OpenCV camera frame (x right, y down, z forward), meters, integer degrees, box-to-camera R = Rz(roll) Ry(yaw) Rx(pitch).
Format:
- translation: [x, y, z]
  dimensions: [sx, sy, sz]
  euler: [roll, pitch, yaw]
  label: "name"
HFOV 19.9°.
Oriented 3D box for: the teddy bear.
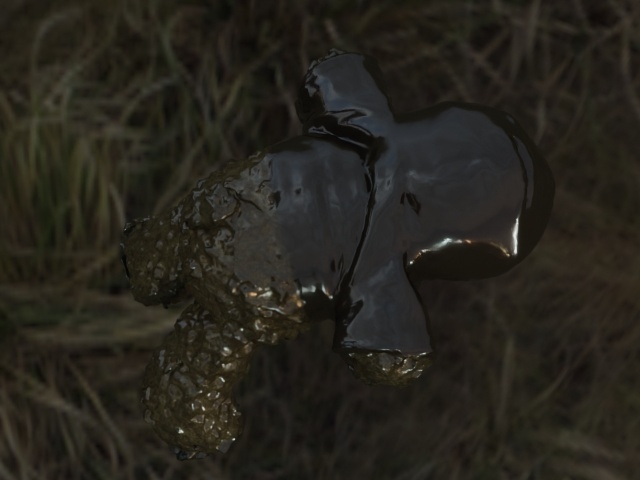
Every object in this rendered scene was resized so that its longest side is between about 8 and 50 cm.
- translation: [-0.006, -0.002, 0.589]
  dimensions: [0.160, 0.078, 0.119]
  euler: [-25, 61, 21]
  label: "teddy bear"
